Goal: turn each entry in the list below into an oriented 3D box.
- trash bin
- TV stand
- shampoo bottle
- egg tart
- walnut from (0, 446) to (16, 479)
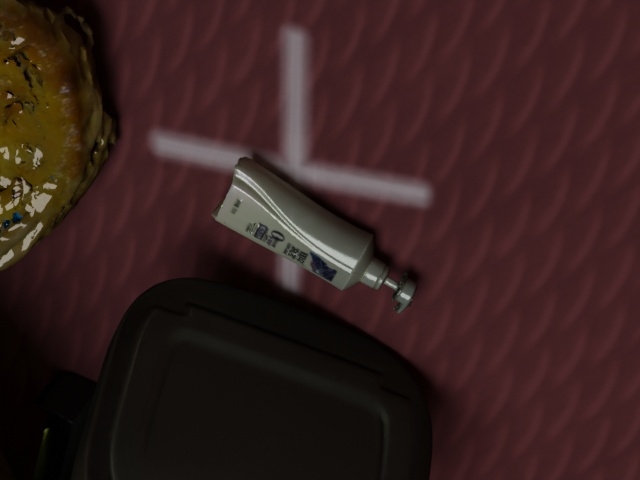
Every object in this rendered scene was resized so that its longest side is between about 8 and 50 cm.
[{"bbox_3d":[-0.079,0.195,1.218,0.220,0.219,0.250,23,135,-10],"label":"trash bin"},{"bbox_3d":[-0.211,0.208,1.378,0.040,0.049,0.256,24,126,7],"label":"TV stand"},{"bbox_3d":[0.000,0.000,1.174,0.141,0.034,0.049,30,121,0],"label":"shampoo bottle"},{"bbox_3d":[-0.273,-0.081,1.158,0.291,0.107,0.291,-14,136,-14],"label":"egg tart"},{"bbox_3d":[-0.372,0.218,1.211,0.384,0.383,0.383,10,123,16],"label":"walnut"}]
